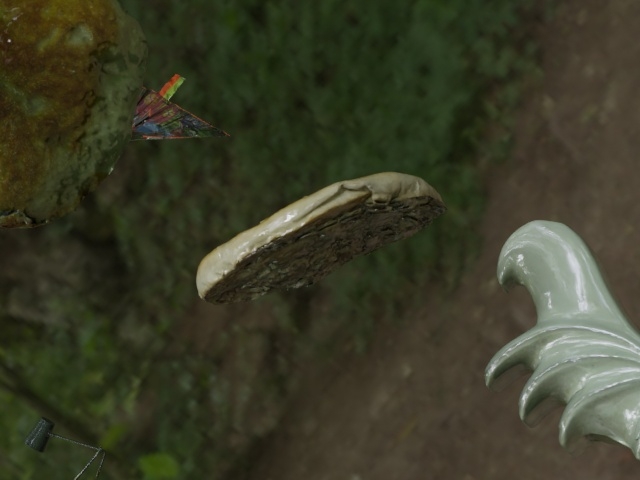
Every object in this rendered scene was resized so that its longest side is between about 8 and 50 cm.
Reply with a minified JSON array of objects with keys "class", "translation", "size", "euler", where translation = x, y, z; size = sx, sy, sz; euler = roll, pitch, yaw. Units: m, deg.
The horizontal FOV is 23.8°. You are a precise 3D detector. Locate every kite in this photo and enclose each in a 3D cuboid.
[{"class":"kite","translation":[-0.249,-0.198,2.310],"size":[0.183,0.241,0.014],"euler":[-40,34,44]}]

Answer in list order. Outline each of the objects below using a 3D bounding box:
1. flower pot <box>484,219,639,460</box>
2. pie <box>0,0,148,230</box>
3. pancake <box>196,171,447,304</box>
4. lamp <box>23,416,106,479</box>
[{"class":"flower pot","translation":[0.363,0.130,1.689],"size":[0.164,0.367,0.254],"euler":[39,-117,-67]},{"class":"pie","translation":[-0.296,-0.141,1.432],"size":[0.274,0.257,0.105],"euler":[-50,20,-9]},{"class":"pancake","translation":[0.000,0.001,1.572],"size":[0.282,0.049,0.282],"euler":[-24,-13,-6]},{"class":"lamp","translation":[-0.333,0.267,1.981],"size":[0.121,0.041,0.054],"euler":[29,90,33]}]
